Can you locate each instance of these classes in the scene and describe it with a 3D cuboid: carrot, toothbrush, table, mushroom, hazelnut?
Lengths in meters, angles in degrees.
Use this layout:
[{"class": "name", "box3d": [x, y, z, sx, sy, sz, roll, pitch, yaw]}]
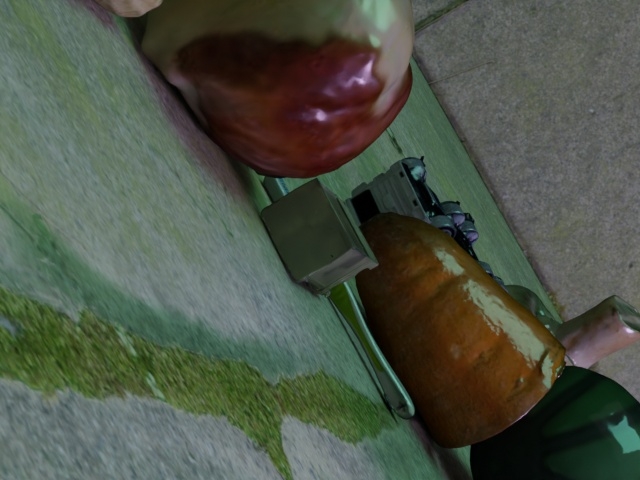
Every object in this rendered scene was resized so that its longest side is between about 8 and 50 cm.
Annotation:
[{"class": "carrot", "box3d": [0.118, 0.067, 1.888, 0.225, 0.159, 0.159, 56, 10, -8]}, {"class": "toothbrush", "box3d": [0.016, 0.051, 1.812, 0.263, 0.022, 0.026, 61, 22, 10]}, {"class": "table", "box3d": [0.000, 0.000, 1.755, 0.079, 0.062, 0.083, 63, 11, 20]}, {"class": "mushroom", "box3d": [0.281, 0.133, 2.330, 0.207, 0.215, 0.207, 50, 20, -26]}, {"class": "hazelnut", "box3d": [-0.041, -0.176, 1.698, 0.261, 0.241, 0.261, 163, -90, -72]}]

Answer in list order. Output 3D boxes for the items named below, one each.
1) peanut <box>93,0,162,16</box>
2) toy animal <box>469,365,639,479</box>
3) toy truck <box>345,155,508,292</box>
[{"class": "peanut", "box3d": [-0.175, -0.232, 1.544, 0.082, 0.082, 0.187, 62, 11, 16]}, {"class": "toy animal", "box3d": [0.268, 0.284, 1.881, 0.191, 0.216, 0.338, -12, 71, -51]}, {"class": "toy truck", "box3d": [0.114, 0.018, 2.102, 0.253, 0.124, 0.114, 43, 18, -53]}]
